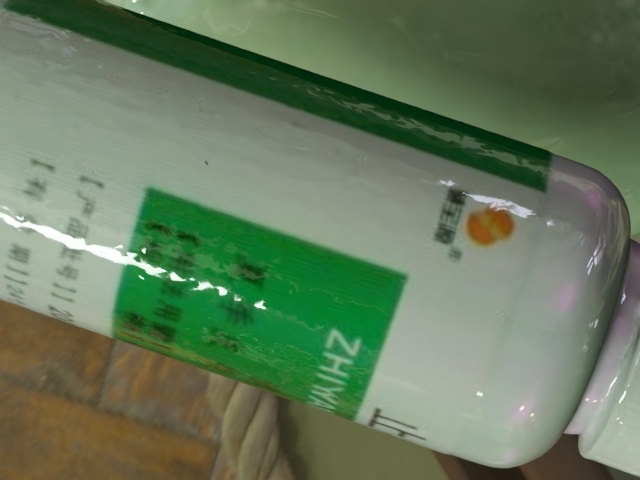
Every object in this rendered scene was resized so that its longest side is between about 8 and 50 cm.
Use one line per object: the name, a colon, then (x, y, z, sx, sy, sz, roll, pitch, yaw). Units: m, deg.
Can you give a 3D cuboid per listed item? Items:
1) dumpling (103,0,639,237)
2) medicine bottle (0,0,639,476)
dumpling: (0.081, -0.125, 0.715, 0.320, 0.270, 0.212, 22, 135, -1)
medicine bottle: (0.000, 0.000, 0.521, 0.260, 0.095, 0.095, 18, 95, 2)
